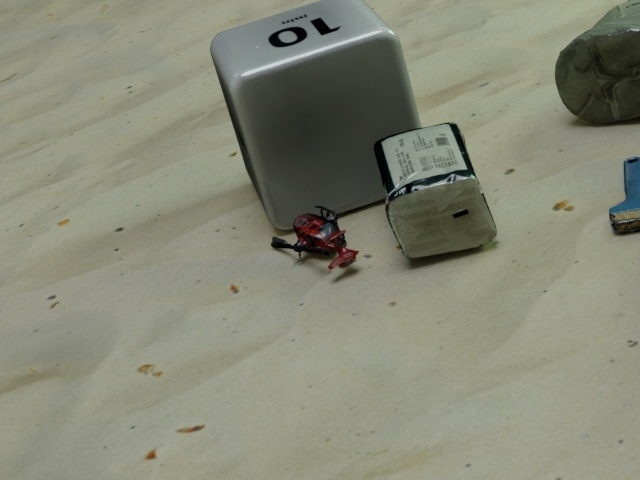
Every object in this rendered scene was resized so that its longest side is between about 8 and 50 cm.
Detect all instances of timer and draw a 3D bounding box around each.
[{"bbox_3d":[-0.002,-0.151,1.742,0.192,0.194,0.195,-18,23,-4],"label":"timer"}]

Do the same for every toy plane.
[{"bbox_3d":[0.000,0.000,1.611,0.060,0.037,0.145,-29,26,-19],"label":"toy plane"}]

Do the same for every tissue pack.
[{"bbox_3d":[0.116,-0.053,1.589,0.103,0.090,0.170,-14,22,4],"label":"tissue pack"}]

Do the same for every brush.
[{"bbox_3d":[0.318,-0.049,1.550,0.051,0.014,0.164,-8,24,14],"label":"brush"}]

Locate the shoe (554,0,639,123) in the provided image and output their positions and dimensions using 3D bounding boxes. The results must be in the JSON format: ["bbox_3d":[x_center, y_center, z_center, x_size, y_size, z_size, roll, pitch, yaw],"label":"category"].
[{"bbox_3d":[0.449,-0.243,1.729,0.342,0.132,0.210,-9,24,31],"label":"shoe"}]
